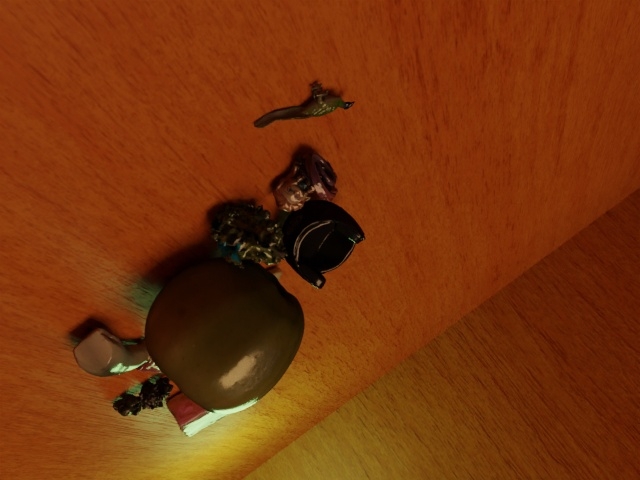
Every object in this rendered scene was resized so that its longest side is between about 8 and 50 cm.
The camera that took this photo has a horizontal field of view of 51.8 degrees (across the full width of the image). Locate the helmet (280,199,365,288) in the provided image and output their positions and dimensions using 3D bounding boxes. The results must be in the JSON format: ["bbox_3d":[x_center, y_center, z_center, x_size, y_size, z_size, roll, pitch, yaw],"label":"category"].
[{"bbox_3d":[0.000,0.000,1.591,0.189,0.193,0.216,-50,149,8],"label":"helmet"}]

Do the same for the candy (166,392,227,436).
[{"bbox_3d":[-0.353,0.513,2.136,0.265,0.116,0.155,-28,157,-14],"label":"candy"}]

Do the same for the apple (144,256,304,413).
[{"bbox_3d":[-0.220,0.206,1.514,0.357,0.357,0.357,-29,154,-15],"label":"apple"}]

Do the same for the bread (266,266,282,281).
[{"bbox_3d":[-0.141,0.109,1.791,0.070,0.035,0.083,-18,147,-37],"label":"bread"}]

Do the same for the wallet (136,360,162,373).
[{"bbox_3d":[-0.385,0.284,1.792,0.232,0.025,0.119,-40,156,9],"label":"wallet"}]

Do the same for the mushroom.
[{"bbox_3d":[-0.490,0.270,1.561,0.118,0.103,0.270,-32,165,1],"label":"mushroom"}]

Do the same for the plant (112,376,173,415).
[{"bbox_3d":[-0.502,0.450,1.878,0.174,0.085,0.087,-24,114,-18],"label":"plant"}]

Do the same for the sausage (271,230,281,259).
[{"bbox_3d":[-0.133,0.001,1.579,0.065,0.065,0.169,-33,154,-6],"label":"sausage"}]

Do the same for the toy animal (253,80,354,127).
[{"bbox_3d":[-0.026,-0.266,1.282,0.216,0.041,0.075,-17,151,-27],"label":"toy animal"}]

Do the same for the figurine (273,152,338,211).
[{"bbox_3d":[-0.032,-0.125,1.456,0.157,0.126,0.114,-26,-150,41],"label":"figurine"}]

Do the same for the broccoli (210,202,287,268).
[{"bbox_3d":[-0.148,-0.008,1.423,0.154,0.167,0.160,-27,-164,-19],"label":"broccoli"}]
